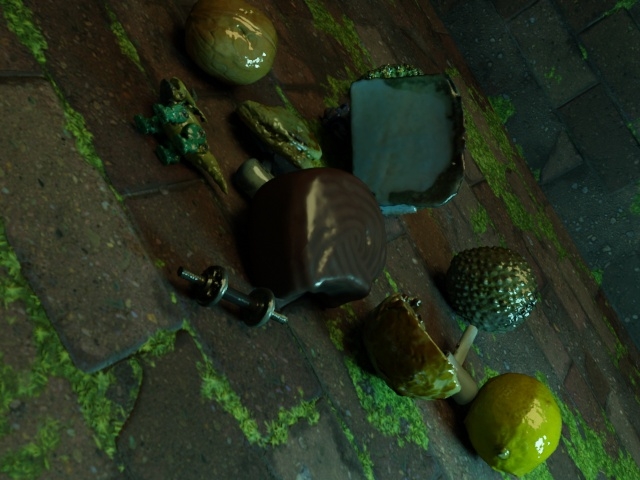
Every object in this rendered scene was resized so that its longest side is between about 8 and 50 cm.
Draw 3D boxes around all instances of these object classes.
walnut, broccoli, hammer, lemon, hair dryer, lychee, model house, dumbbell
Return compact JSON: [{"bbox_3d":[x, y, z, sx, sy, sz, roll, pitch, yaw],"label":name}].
[{"bbox_3d":[-0.207,-0.458,1.604,0.225,0.193,0.193,14,51,-38],"label":"walnut"},{"bbox_3d":[0.230,-0.396,2.198,0.252,0.221,0.362,79,6,-50],"label":"broccoli"},{"bbox_3d":[-0.128,-0.153,1.560,0.116,0.069,0.194,45,24,-21],"label":"hammer"},{"bbox_3d":[0.479,0.449,1.732,0.234,0.233,0.288,56,27,-3],"label":"lemon"},{"bbox_3d":[0.367,0.304,1.816,0.131,0.073,0.236,48,39,-7],"label":"hair dryer"},{"bbox_3d":[0.492,0.138,2.013,0.274,0.255,0.255,27,38,-13],"label":"lychee"},{"bbox_3d":[0.242,-0.228,1.933,0.339,0.297,0.360,52,34,-78],"label":"model house"},{"bbox_3d":[-0.153,0.102,1.260,0.254,0.081,0.082,31,40,-39],"label":"dumbbell"}]

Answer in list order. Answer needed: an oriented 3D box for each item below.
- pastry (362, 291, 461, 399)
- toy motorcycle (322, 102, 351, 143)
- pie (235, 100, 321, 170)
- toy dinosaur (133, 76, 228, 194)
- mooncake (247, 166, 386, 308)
[{"bbox_3d":[0.188,0.248,1.536,0.256,0.170,0.237,61,6,6],"label":"pastry"},{"bbox_3d":[0.064,-0.340,2.000,0.114,0.076,0.205,49,30,-1],"label":"toy motorcycle"},{"bbox_3d":[-0.083,-0.250,1.644,0.201,0.090,0.248,52,16,30],"label":"pie"},{"bbox_3d":[-0.262,-0.196,1.377,0.153,0.094,0.259,-37,103,-56],"label":"toy dinosaur"},{"bbox_3d":[0.000,0.000,1.447,0.326,0.174,0.334,54,43,-33],"label":"mooncake"}]
